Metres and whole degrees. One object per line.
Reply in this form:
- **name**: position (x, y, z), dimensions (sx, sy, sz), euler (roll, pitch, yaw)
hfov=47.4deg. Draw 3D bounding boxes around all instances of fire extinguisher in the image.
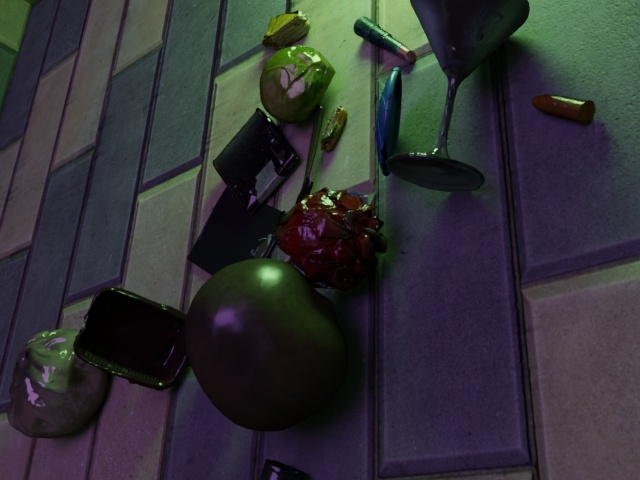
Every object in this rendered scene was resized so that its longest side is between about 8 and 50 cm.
- **fire extinguisher**: position (-0.117, 0.610, 1.504), dimensions (0.093, 0.118, 0.294), euler (144, 145, -75)

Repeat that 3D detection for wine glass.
- **wine glass**: position (0.280, -0.323, 1.529), dimensions (0.267, 0.267, 0.405), euler (0, 74, 44)

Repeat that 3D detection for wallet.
- **wallet**: position (-0.186, -0.225, 2.039), dimensions (0.221, 0.071, 0.262), euler (-46, 49, 12)

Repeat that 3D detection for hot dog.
- **hot dog**: position (0.030, -0.291, 1.890), dimensions (0.056, 0.041, 0.133), euler (13, 77, 47)

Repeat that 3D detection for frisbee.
- **frisbee**: position (0.148, -0.265, 1.632), dimensions (0.045, 0.242, 0.242), euler (8, 70, 10)

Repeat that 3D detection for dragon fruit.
- **dragon fruit**: position (0.000, 0.000, 1.621), dimensions (0.293, 0.234, 0.233), euler (-8, 62, 24)

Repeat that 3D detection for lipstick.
- **lipstick**: position (0.166, -0.510, 1.879), dimensions (0.053, 0.053, 0.234), euler (-50, 47, 11)

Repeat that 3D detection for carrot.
- **carrot**: position (0.474, -0.266, 1.451), dimensions (0.139, 0.048, 0.048), euler (28, 89, 50)

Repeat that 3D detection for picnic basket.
- **picnic basket**: position (-0.489, 0.255, 1.930), dimensions (0.222, 0.297, 0.129), euler (-67, 18, -7)

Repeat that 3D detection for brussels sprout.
- **brussels sprout**: position (-0.070, -0.419, 1.967), dimensions (0.223, 0.161, 0.223), euler (-28, 51, 40)

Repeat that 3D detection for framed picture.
- **framed picture**: position (-0.234, -0.006, 2.009), dimensions (0.324, 0.013, 0.244), euler (26, 88, 47)

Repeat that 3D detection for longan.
- **longan**: position (-0.115, 0.214, 1.540), dimensions (0.361, 0.361, 0.360), euler (-22, 55, 34)

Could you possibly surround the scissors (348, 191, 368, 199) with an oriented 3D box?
- **scissors**: position (0.070, -0.101, 1.770), dimensions (0.113, 0.012, 0.039), euler (19, 81, 47)

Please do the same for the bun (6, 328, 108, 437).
- **bun**: position (-0.801, 0.415, 2.173), dimensions (0.360, 0.211, 0.359), euler (-22, 55, 36)

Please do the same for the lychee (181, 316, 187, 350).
- **lychee**: position (-0.255, 0.225, 1.777), dimensions (0.188, 0.188, 0.188), euler (-22, 55, 34)

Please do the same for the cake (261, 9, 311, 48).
- **cake**: position (-0.094, -0.647, 2.196), dimensions (0.185, 0.080, 0.116), euler (-31, 37, 41)

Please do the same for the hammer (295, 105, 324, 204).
- **hammer**: position (-0.026, -0.221, 1.891), dimensions (0.125, 0.027, 0.297), euler (127, 157, -62)

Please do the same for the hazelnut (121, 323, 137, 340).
- **hazelnut**: position (-0.567, 0.256, 2.074), dimensions (0.214, 0.176, 0.214), euler (26, 123, 48)

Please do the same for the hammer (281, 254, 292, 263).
- **hammer**: position (-0.087, 0.056, 1.820), dimensions (0.287, 0.033, 0.111), euler (-51, 44, 10)
